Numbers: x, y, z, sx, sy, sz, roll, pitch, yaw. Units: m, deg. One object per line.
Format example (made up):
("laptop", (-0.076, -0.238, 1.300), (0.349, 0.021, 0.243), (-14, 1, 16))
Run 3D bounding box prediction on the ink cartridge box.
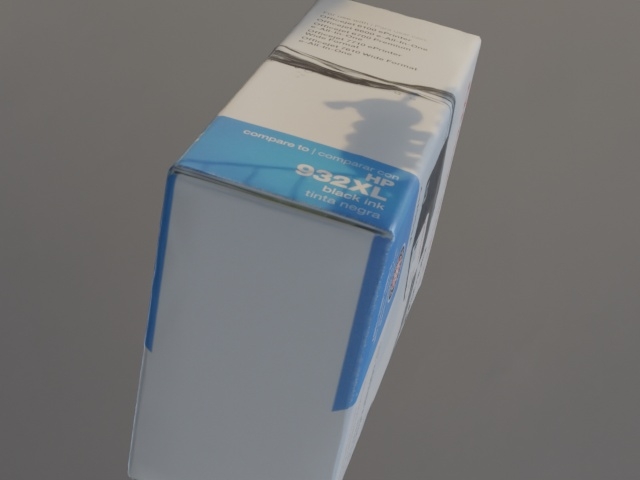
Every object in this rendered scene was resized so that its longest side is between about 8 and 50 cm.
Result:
("ink cartridge box", (0.000, 0.000, 0.812), (0.129, 0.307, 0.223), (16, -59, 8))
